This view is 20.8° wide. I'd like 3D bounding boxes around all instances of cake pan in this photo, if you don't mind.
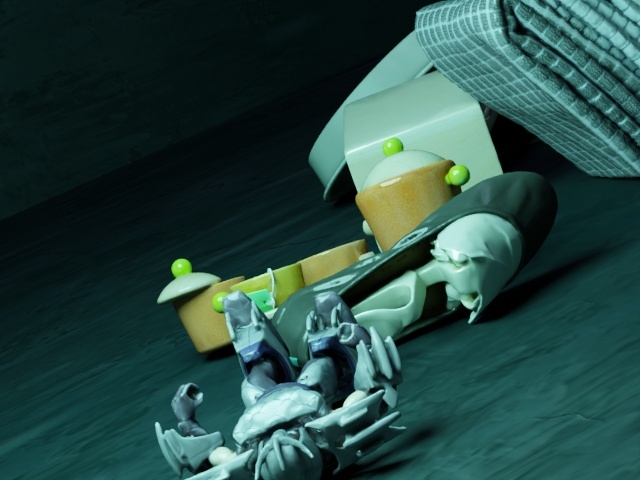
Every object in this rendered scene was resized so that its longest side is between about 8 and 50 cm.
[{"bbox_3d":[0.089,-0.171,2.178,0.293,0.054,0.293,-46,-7,-8],"label":"cake pan"}]

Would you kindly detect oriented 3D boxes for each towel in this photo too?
[{"bbox_3d":[0.244,-0.159,1.705,0.121,0.283,0.235,-55,13,-8],"label":"towel"}]

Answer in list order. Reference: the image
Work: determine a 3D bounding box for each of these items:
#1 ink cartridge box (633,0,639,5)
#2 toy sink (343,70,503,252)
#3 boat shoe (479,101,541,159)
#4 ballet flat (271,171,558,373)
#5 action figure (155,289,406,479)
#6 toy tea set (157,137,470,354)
[{"bbox_3d":[0.357,-0.300,1.893,0.160,0.279,0.384,-16,22,-23],"label":"ink cartridge box"},{"bbox_3d":[0.116,-0.091,1.925,0.152,0.131,0.234,-19,16,5],"label":"toy sink"},{"bbox_3d":[0.238,-0.169,2.144,0.130,0.132,0.355,19,39,29],"label":"boat shoe"},{"bbox_3d":[0.090,0.040,1.476,0.280,0.095,0.096,-31,21,-2],"label":"ballet flat"},{"bbox_3d":[-0.026,0.115,1.287,0.185,0.099,0.285,-14,15,5],"label":"action figure"},{"bbox_3d":[0.000,0.000,1.622,0.336,0.124,0.200,-20,-3,3],"label":"toy tea set"}]
